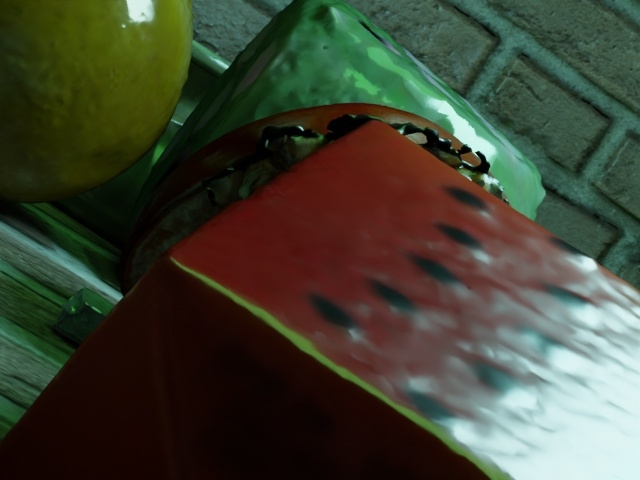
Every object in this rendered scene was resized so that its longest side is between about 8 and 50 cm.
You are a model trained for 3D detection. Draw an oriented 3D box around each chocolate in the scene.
[{"bbox_3d":[0.064,0.105,0.920,0.341,0.161,0.360,34,25,9],"label":"chocolate"}]

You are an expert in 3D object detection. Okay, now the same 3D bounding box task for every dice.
[{"bbox_3d":[0.016,-0.045,1.750,0.322,0.330,0.318,39,13,-13],"label":"dice"}]

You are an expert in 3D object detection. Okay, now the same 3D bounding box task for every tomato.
[{"bbox_3d":[0.004,-0.006,1.402,0.338,0.338,0.144,32,40,-30],"label":"tomato"}]

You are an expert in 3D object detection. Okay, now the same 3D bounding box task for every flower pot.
[{"bbox_3d":[-0.208,-0.134,2.010,0.307,0.244,0.307,34,2,-1],"label":"flower pot"}]

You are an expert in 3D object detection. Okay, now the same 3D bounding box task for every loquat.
[{"bbox_3d":[-0.272,-0.196,1.598,0.328,0.328,0.328,34,3,-2],"label":"loquat"}]

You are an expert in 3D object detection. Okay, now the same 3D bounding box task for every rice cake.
[{"bbox_3d":[-0.105,0.106,1.268,0.211,0.034,0.043,35,12,-1],"label":"rice cake"}]

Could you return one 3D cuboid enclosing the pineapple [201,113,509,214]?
[{"bbox_3d":[0.026,0.093,1.199,0.262,0.262,0.272,32,40,-29],"label":"pineapple"}]
